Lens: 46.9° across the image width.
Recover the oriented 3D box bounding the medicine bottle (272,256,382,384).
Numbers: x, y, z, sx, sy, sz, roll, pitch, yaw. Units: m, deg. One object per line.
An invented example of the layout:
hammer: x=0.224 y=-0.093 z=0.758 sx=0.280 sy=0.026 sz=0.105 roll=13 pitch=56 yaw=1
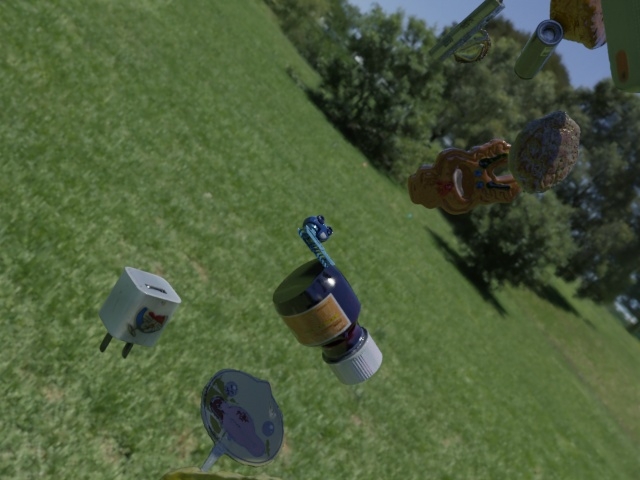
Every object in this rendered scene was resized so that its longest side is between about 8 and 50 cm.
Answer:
medicine bottle: x=0.038 y=0.266 z=2.296 sx=0.395 sy=0.242 sz=0.242 roll=56 pitch=5 yaw=-19

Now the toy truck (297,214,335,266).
toy truck: x=0.000 y=0.000 z=1.936 sx=0.136 sy=0.063 sz=0.074 roll=51 pitch=44 yaw=-22

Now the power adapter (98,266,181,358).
power adapter: x=-0.442 y=0.186 z=1.733 sx=0.130 sy=0.205 sz=0.125 roll=22 pitch=14 yaw=-45

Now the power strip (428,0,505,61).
power strip: x=0.397 y=-0.566 z=1.936 sx=0.034 sy=0.268 sz=0.092 roll=54 pitch=26 yaw=7

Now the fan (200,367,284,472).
fan: x=-0.185 y=0.411 z=1.606 sx=0.229 sy=0.011 sz=0.335 roll=47 pitch=38 yaw=-5

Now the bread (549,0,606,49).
bread: x=0.703 y=-0.637 z=1.938 sx=0.145 sy=0.268 sz=0.268 roll=20 pitch=-10 yaw=35

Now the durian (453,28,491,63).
durian: x=0.439 y=-0.549 z=2.142 sx=0.071 sy=0.140 sz=0.111 roll=35 pitch=54 yaw=-41

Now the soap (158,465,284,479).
soap: x=-0.131 y=0.599 z=1.303 sx=0.115 sy=0.306 sz=0.428 roll=-64 pitch=143 yaw=-63

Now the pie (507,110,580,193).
pie: x=0.476 y=-0.193 z=1.574 sx=0.079 sy=0.193 sz=0.163 roll=36 pitch=-22 yaw=49

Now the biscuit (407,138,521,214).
biscuit: x=0.419 y=-0.176 z=2.145 sx=0.047 sy=0.333 sz=0.202 roll=-98 pitch=177 yaw=-69

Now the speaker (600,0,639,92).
speaker: x=0.638 y=-0.478 z=1.371 sx=0.183 sy=0.184 sz=0.406 roll=-4 pitch=-85 yaw=63

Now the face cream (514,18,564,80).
face cream: x=0.594 y=-0.514 z=2.035 sx=0.073 sy=0.073 sz=0.283 roll=49 pitch=-6 yaw=8
